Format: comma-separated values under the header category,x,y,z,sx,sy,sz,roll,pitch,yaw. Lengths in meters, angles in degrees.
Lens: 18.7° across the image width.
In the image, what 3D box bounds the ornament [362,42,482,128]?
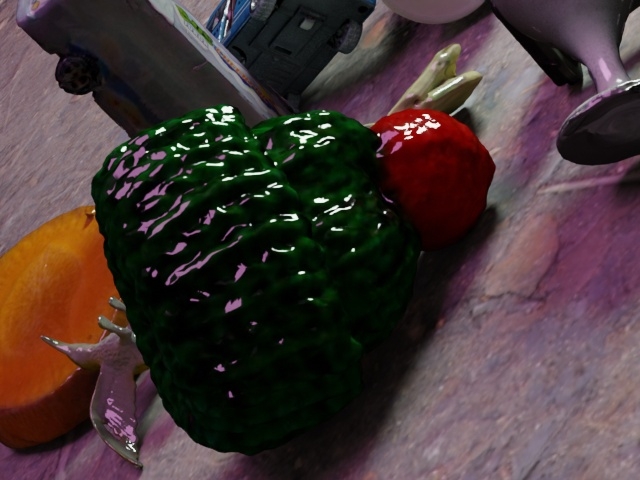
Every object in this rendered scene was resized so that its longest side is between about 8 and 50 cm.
category,x,y,z,sx,sy,sz,roll,pitch,yaw
ornament,0.051,-0.086,1.771,0.201,0.059,0.180,-38,-6,-19

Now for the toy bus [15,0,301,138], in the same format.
category,x,y,z,sx,sy,sz,roll,pitch,yaw
toy bus,-0.155,-0.160,1.940,0.138,0.317,0.112,-37,28,17

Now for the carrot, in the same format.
category,x,y,z,sx,sy,sz,roll,pitch,yaw
carrot,-0.272,0.092,2.012,0.258,0.100,0.307,-51,25,-3

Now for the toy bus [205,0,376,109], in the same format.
category,x,y,z,sx,sy,sz,roll,pitch,yaw
toy bus,-0.040,-0.232,2.035,0.246,0.113,0.134,-45,31,50

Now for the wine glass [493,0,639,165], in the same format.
category,x,y,z,sx,sy,sz,roll,pitch,yaw
wine glass,0.200,-0.184,1.503,0.126,0.126,0.241,-32,60,29

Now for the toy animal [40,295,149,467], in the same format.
category,x,y,z,sx,sy,sz,roll,pitch,yaw
toy animal,-0.190,0.093,1.823,0.095,0.155,0.219,103,-168,-46

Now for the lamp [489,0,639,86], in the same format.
category,x,y,z,sx,sy,sz,roll,pitch,yaw
lamp,0.241,-0.293,1.632,0.283,0.203,0.124,-44,23,9

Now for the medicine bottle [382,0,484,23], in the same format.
category,x,y,z,sx,sy,sz,roll,pitch,yaw
medicine bottle,0.125,-0.340,1.968,0.152,0.152,0.254,-31,29,32

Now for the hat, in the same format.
category,x,y,z,sx,sy,sz,roll,pitch,yaw
hat,0.000,0.000,1.563,0.332,0.274,0.242,-24,8,-12
